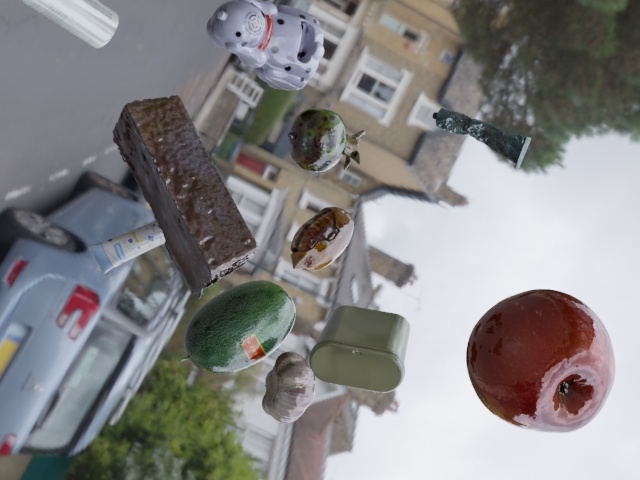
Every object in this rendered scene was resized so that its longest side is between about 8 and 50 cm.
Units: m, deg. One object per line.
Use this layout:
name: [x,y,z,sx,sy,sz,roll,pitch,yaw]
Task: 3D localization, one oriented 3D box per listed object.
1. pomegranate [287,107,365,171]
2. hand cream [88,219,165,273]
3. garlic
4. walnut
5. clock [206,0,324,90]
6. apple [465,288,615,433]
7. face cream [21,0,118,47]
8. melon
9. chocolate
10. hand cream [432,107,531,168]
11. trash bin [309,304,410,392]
pomegranate: [0.005,-0.217,1.884,0.149,0.169,0.148,-19,-121,34]
hand cream: [-0.324,0.000,1.520,0.171,0.065,0.043,-24,-149,-4]
garlic: [-0.065,0.330,1.900,0.147,0.102,0.159,32,-71,63]
walnut: [0.000,0.000,1.997,0.207,0.116,0.116,-46,179,-28]
clock: [-0.137,-0.444,1.843,0.189,0.254,0.188,-10,-104,42]
apple: [0.396,0.223,1.520,0.260,0.260,0.216,-61,-153,11]
face cream: [-0.605,-0.550,1.849,0.102,0.346,0.102,-21,-125,33]
melon: [-0.192,0.202,1.930,0.288,0.182,0.182,-28,-172,-2]
chocolate: [-0.215,-0.076,1.375,0.112,0.321,0.112,-23,171,-31]
hand cream: [0.371,-0.252,1.999,0.052,0.248,0.075,-41,147,-31]
trash bin: [0.110,0.276,2.215,0.247,0.243,0.121,-63,159,-66]
